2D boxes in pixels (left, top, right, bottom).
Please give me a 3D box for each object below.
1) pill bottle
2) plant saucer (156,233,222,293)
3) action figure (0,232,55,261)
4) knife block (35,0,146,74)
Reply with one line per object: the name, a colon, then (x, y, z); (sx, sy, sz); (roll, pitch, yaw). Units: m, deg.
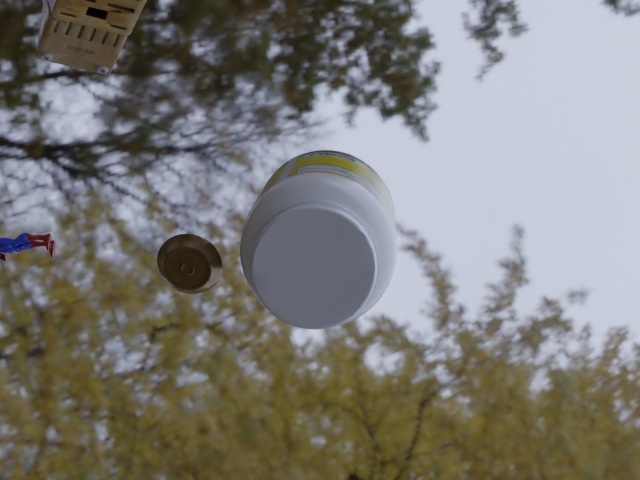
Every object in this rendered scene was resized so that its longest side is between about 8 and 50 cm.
pill bottle: (0.000, 0.000, 1.651); (0.187, 0.334, 0.188); (1, -79, 3)
plant saucer: (-0.164, 0.032, 1.673); (0.083, 0.015, 0.083); (3, -66, 6)
action figure: (-0.342, 0.006, 1.429); (0.115, 0.038, 0.030); (3, -105, 2)
knife block: (-0.251, -0.325, 1.513); (0.276, 0.088, 0.242); (134, -38, -59)
